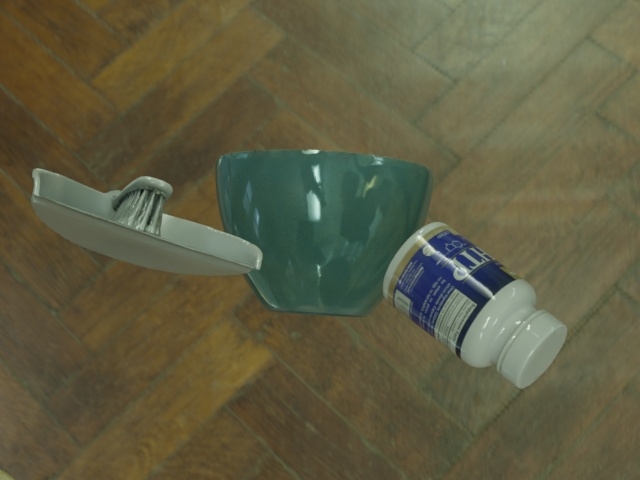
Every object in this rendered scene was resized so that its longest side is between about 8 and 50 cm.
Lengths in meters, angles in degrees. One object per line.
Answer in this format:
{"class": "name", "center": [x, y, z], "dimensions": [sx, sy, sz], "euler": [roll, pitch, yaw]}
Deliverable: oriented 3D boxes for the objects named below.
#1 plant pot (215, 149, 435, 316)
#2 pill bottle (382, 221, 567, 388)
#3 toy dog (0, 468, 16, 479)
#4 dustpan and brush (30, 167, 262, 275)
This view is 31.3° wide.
{"class": "plant pot", "center": [0.000, 0.000, 1.502], "dimensions": [0.290, 0.290, 0.195], "euler": [3, 85, 14]}
{"class": "pill bottle", "center": [0.170, 0.073, 1.243], "dimensions": [0.186, 0.112, 0.112], "euler": [38, 76, 27]}
{"class": "toy dog", "center": [-0.082, 0.167, 0.269], "dimensions": [0.333, 0.161, 0.220], "euler": [39, 38, 10]}
{"class": "dustpan and brush", "center": [-0.130, -0.018, 0.770], "dimensions": [0.147, 0.211, 0.060], "euler": [19, 76, -19]}
